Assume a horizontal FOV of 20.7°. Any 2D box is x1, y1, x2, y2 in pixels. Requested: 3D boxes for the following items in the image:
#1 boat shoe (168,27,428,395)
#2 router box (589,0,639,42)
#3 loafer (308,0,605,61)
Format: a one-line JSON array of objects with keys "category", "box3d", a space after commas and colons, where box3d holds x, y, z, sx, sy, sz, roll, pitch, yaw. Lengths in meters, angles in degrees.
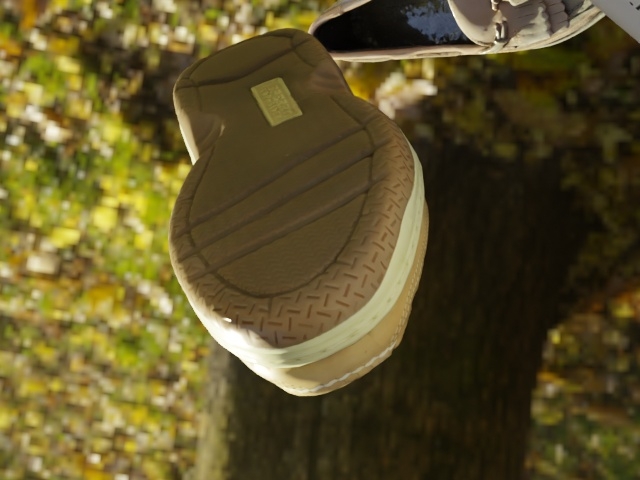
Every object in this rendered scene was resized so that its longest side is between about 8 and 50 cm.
[{"category": "boat shoe", "box3d": [0.000, 0.000, 0.492, 0.068, 0.190, 0.072, -19, 114, 5]}, {"category": "router box", "box3d": [0.077, -0.134, 0.284, 0.335, 0.082, 0.301, 44, 170, 18]}, {"category": "loafer", "box3d": [0.047, -0.078, 0.585, 0.125, 0.039, 0.045, -7, 109, 48]}]
